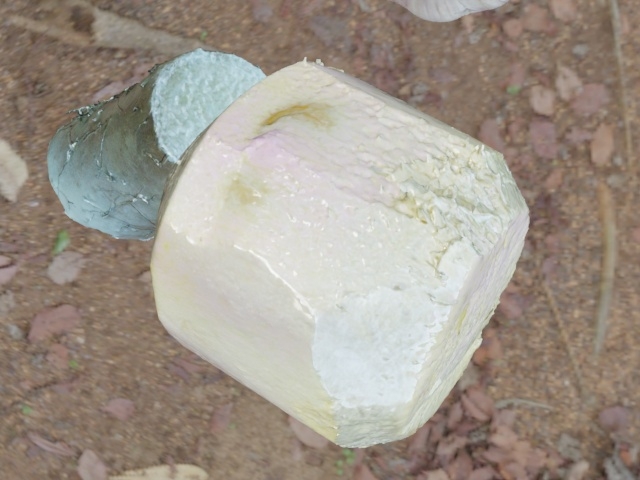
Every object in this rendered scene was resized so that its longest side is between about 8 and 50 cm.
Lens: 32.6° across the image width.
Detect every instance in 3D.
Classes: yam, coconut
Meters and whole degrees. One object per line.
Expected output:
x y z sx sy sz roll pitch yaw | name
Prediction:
-0.211 -0.130 1.516 0.241 0.348 0.241 6 78 -32 | yam
0.000 0.000 0.383 0.122 0.116 0.116 27 74 19 | coconut

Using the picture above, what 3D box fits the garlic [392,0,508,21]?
0.109 -0.355 1.164 0.253 0.245 0.245 -24 104 -59 | garlic
